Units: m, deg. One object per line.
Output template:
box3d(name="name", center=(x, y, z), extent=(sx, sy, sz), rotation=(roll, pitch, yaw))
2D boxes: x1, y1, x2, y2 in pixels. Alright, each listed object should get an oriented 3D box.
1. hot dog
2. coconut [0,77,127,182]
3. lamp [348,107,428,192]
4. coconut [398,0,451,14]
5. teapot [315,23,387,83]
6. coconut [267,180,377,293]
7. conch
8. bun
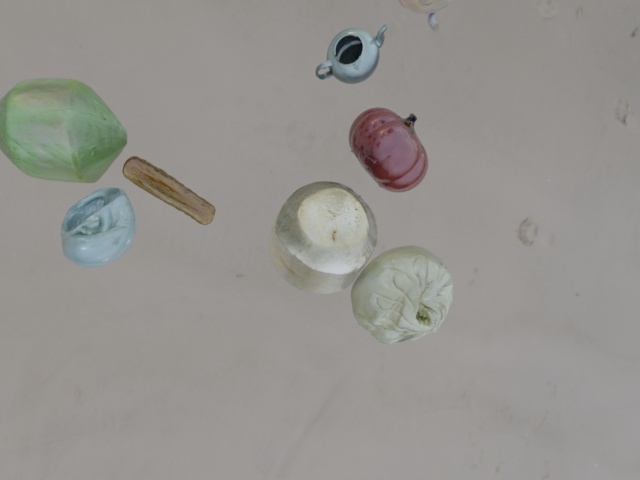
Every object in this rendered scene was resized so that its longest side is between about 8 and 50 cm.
box3d(name="hot dog", center=(-0.429, -0.139, 1.379), extent=(0.286, 0.061, 0.087), rotation=(38, 88, -13))
box3d(name="coconut", center=(-0.702, -0.295, 1.334), extent=(0.329, 0.281, 0.328), rotation=(0, 145, 0))
box3d(name="lamp", center=(0.141, -0.182, 0.948), extent=(0.140, 0.182, 0.182), rotation=(-36, 120, 11))
box3d(name="coconut", center=(0.154, -0.388, 0.698), extent=(0.110, 0.110, 0.124), rotation=(22, 59, -30))
box3d(name="teapot", center=(0.112, -0.660, 1.714), extent=(0.295, 0.129, 0.193), rotation=(-25, 82, 16))
box3d(name="coconut", center=(0.000, 0.000, 0.939), extent=(0.202, 0.222, 0.201), rotation=(4, 67, -10))
box3d(name="conch", center=(-0.555, -0.031, 1.206), extent=(0.185, 0.121, 0.220), rotation=(18, 58, -3))
box3d(name="bun", center=(0.184, 0.124, 1.022), extent=(0.230, 0.145, 0.229), rotation=(-14, 126, -19))
